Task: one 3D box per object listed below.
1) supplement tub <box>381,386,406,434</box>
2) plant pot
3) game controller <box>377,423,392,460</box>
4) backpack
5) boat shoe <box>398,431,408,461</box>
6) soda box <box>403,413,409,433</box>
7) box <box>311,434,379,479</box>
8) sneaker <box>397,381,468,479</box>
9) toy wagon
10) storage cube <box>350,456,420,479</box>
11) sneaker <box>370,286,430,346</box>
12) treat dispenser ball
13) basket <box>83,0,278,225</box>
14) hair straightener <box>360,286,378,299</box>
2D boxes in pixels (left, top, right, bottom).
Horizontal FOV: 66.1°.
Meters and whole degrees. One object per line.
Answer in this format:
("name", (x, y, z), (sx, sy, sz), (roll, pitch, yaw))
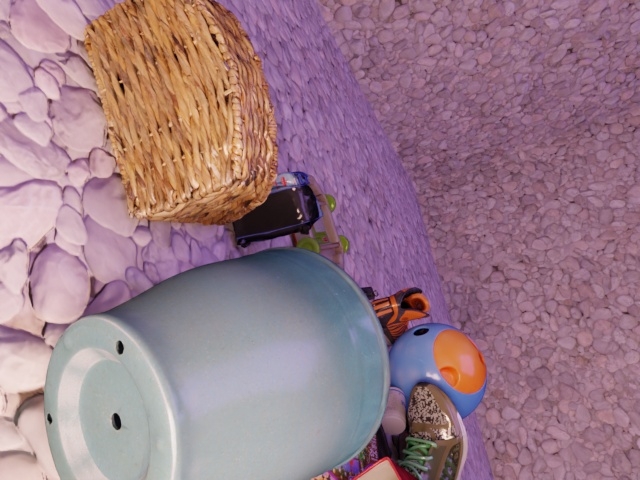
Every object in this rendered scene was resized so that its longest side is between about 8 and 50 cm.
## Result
("supplement tub", (0.191, 0.450, 1.305), (0.070, 0.071, 0.107), (62, 20, -23))
("plant pot", (-0.108, 0.144, 0.497), (0.255, 0.272, 0.271), (-1, 72, -56))
("game controller", (0.071, 0.370, 1.086), (0.167, 0.067, 0.318), (-17, 87, -57))
("backpack", (-0.075, -0.064, 0.930), (0.173, 0.159, 0.116), (-31, 108, -74))
("boat shoe", (0.309, 0.634, 1.379), (0.324, 0.117, 0.123), (58, 22, -34))
("soda box", (0.285, 0.550, 1.499), (0.060, 0.053, 0.169), (65, 20, -16))
("box", (0.012, 0.343, 0.860), (0.293, 0.057, 0.200), (41, 37, -44))
("sneaker", (0.241, 0.544, 1.160), (0.182, 0.158, 0.409), (20, 65, -44))
("toy wagon", (0.000, 0.000, 1.224), (0.267, 0.068, 0.343), (-6, 78, -71))
("storage cube", (0.106, 0.484, 0.753), (0.193, 0.215, 0.183), (52, 2, -44))
("sneaker", (0.266, 0.242, 1.544), (0.321, 0.180, 0.124), (35, 36, -60))
("treat dispenser ball", (0.336, 0.386, 1.437), (0.288, 0.289, 0.288), (55, 24, -39))
("basket", (-0.161, -0.188, 0.720), (0.223, 0.214, 0.298), (2, 70, -70))
("hair straightener", (0.113, 0.142, 1.363), (0.230, 0.089, 0.047), (24, 51, -65))
